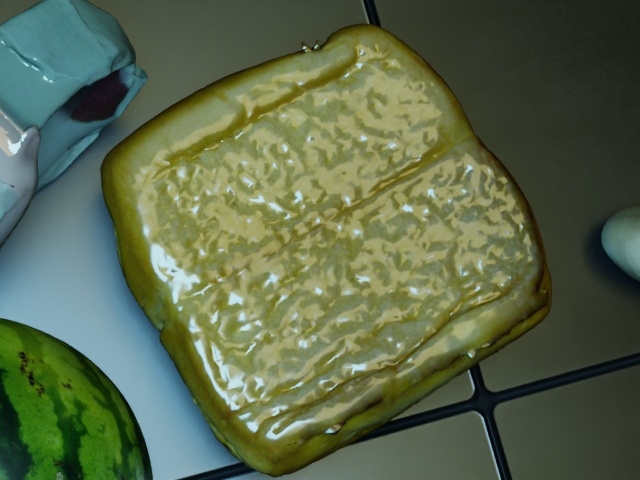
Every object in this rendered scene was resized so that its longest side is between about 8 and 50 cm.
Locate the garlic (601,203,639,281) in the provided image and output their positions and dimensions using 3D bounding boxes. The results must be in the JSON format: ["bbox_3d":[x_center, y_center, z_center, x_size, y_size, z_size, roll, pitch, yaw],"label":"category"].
[{"bbox_3d":[0.347,0.015,1.387,0.175,0.124,0.099,11,92,17],"label":"garlic"}]

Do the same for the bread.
[{"bbox_3d":[-0.001,0.002,1.300,0.337,0.148,0.328,-32,83,-14],"label":"bread"}]

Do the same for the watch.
[{"bbox_3d":[-0.268,-0.090,1.226,0.162,0.253,0.241,46,32,-2],"label":"watch"}]

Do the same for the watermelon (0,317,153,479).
[{"bbox_3d":[-0.270,0.191,1.129,0.285,0.285,0.285,2,79,-12],"label":"watermelon"}]
